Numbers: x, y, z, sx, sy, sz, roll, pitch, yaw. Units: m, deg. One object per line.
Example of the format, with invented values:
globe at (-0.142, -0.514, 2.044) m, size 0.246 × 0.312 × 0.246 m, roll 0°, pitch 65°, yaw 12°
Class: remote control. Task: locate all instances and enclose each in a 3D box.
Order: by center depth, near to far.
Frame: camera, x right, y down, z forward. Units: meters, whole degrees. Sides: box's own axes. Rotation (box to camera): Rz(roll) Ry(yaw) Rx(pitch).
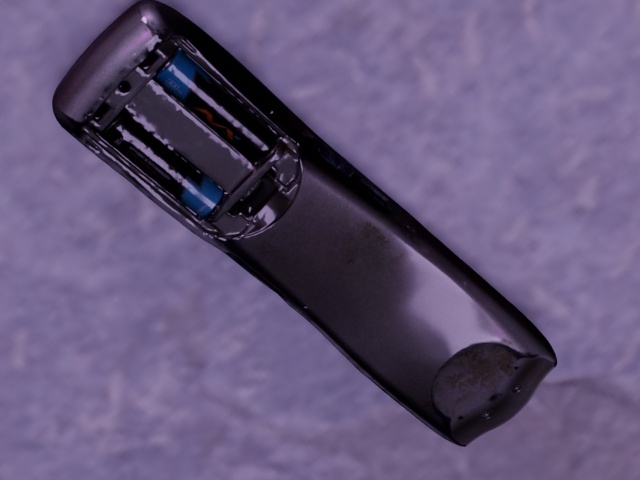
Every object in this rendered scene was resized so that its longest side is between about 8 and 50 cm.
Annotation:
remote control at (0.000, 0.000, 0.495) m, size 0.212 × 0.028 × 0.059 m, roll 40°, pitch 102°, yaw -22°
